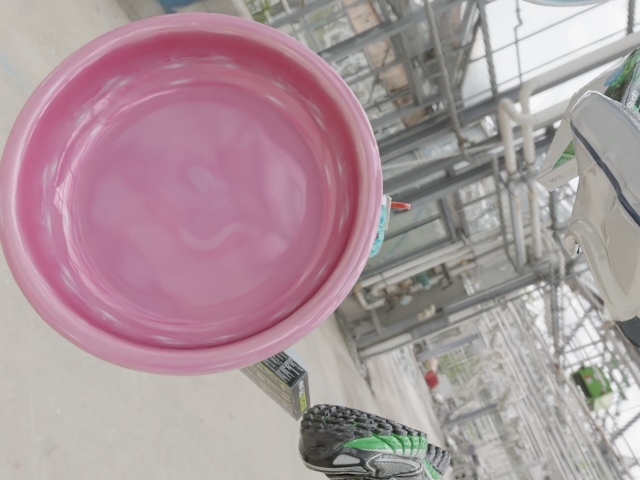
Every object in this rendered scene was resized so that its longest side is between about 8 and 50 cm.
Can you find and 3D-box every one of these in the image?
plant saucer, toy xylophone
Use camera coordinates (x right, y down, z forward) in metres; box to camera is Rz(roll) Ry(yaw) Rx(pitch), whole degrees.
[{"bbox_3d":[-0.113,-0.043,0.561,0.084,0.333,0.331,104,-34,-75],"label":"plant saucer"},{"bbox_3d":[0.087,-0.080,1.529,0.322,0.237,0.081,-107,-156,-85],"label":"toy xylophone"}]

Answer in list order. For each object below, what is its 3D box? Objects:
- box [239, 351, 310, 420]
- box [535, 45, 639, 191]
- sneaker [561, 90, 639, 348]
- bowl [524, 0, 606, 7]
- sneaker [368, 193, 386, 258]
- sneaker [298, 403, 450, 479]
[{"bbox_3d":[-0.100,0.209,1.038,0.191,0.045,0.184,36,-27,22],"label":"box"},{"bbox_3d":[0.652,-0.286,1.448,0.059,0.321,0.232,34,-26,-7],"label":"box"},{"bbox_3d":[0.190,-0.028,0.386,0.094,0.091,0.258,29,29,4],"label":"sneaker"},{"bbox_3d":[0.251,-0.373,0.504,0.311,0.312,0.163,52,21,-63],"label":"bowl"},{"bbox_3d":[0.000,0.000,1.263,0.124,0.296,0.178,154,-69,-78],"label":"sneaker"},{"bbox_3d":[0.074,0.304,0.769,0.343,0.134,0.146,46,57,-49],"label":"sneaker"}]
